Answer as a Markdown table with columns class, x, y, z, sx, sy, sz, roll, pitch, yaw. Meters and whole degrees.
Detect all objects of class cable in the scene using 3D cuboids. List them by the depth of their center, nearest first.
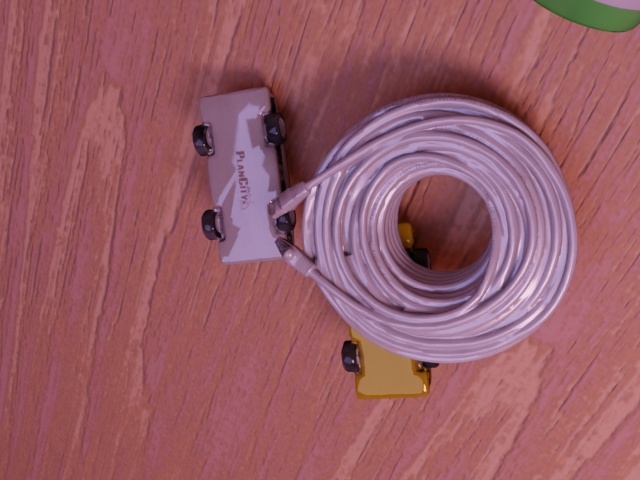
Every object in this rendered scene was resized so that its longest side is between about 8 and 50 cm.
| class | x | y | z | sx | sy | sz | roll | pitch | yaw |
| --- | --- | --- | --- | --- | --- | --- | --- | --- | --- |
| cable | 0.112 | -0.011 | 0.851 | 0.257 | 0.089 | 0.257 | -42 | 86 | 17 |

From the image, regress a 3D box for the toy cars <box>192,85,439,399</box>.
| class | x | y | z | sx | sy | sz | roll | pitch | yaw |
| --- | --- | --- | --- | --- | --- | --- | --- | --- | --- |
| toy cars | 0.000 | 0.000 | 0.976 | 0.393 | 0.087 | 0.176 | 44 | 105 | 6 |

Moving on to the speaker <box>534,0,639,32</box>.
| class | x | y | z | sx | sy | sz | roll | pitch | yaw |
| --- | --- | --- | --- | --- | --- | --- | --- | --- | --- |
| speaker | 0.245 | -0.303 | 0.623 | 0.131 | 0.131 | 0.297 | 32 | 129 | 13 |
